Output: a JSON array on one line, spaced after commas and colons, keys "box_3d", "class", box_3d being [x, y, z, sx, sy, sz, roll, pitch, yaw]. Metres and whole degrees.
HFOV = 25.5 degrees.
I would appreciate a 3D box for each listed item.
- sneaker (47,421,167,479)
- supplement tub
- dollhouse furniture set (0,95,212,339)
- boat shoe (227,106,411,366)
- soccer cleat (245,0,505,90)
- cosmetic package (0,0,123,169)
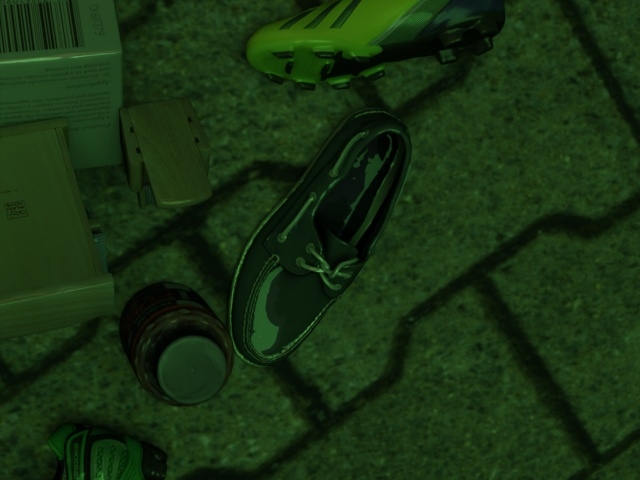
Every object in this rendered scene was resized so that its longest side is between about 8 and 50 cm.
[{"box_3d": [-0.302, 0.353, 1.519, 0.146, 0.134, 0.344, 27, 83, -10], "class": "sneaker"}, {"box_3d": [-0.148, 0.110, 1.465, 0.106, 0.198, 0.106, -2, 99, -14], "class": "supplement tub"}, {"box_3d": [-0.242, 0.053, 1.380, 0.286, 0.198, 0.303, -11, 146, -15], "class": "dollhouse furniture set"}, {"box_3d": [0.000, 0.000, 1.534, 0.116, 0.099, 0.319, 31, 91, -17], "class": "boat shoe"}, {"box_3d": [0.056, -0.242, 1.527, 0.289, 0.093, 0.121, -11, 72, -8], "class": "soccer cleat"}, {"box_3d": [-0.274, -0.175, 1.367, 0.151, 0.184, 0.151, -6, 59, -13], "class": "cosmetic package"}]
